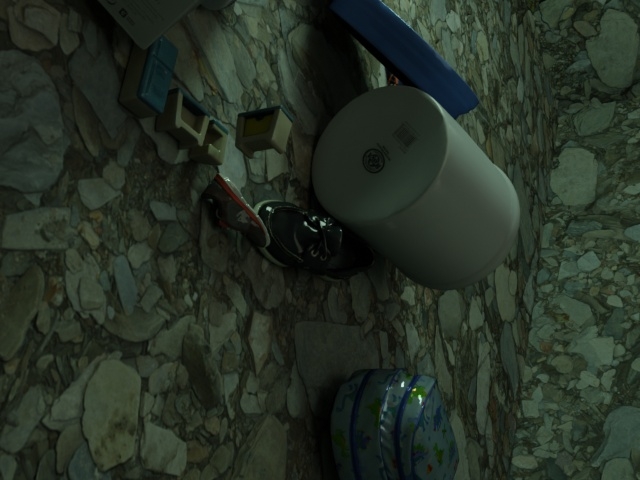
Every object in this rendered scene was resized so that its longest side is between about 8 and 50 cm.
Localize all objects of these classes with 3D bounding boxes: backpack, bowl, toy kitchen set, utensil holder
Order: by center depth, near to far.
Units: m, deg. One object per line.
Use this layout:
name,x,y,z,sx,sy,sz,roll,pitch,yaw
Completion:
toy kitchen set,-0.162,-0.220,1.196,0.207,0.166,0.122,40,51,-52
backpack,0.146,0.417,1.577,0.290,0.273,0.355,-40,107,-49
utensil holder,0.204,-0.103,1.686,0.385,0.328,0.327,32,57,-52
bowl,0.173,-0.401,1.710,0.391,0.077,0.391,41,10,-9

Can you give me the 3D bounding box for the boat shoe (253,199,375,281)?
boat shoe,0.000,0.004,1.497,0.340,0.113,0.127,36,55,-53

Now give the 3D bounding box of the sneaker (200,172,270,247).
sneaker,-0.145,-0.038,1.317,0.065,0.061,0.158,-42,120,-10

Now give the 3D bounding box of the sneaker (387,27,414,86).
sneaker,0.209,-0.436,2.022,0.087,0.083,0.221,35,59,-70

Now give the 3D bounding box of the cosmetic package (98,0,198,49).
cosmetic package,-0.215,-0.397,1.111,0.151,0.151,0.183,49,39,-16

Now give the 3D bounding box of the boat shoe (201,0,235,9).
boat shoe,-0.185,-0.533,1.283,0.102,0.108,0.301,-53,132,-51
